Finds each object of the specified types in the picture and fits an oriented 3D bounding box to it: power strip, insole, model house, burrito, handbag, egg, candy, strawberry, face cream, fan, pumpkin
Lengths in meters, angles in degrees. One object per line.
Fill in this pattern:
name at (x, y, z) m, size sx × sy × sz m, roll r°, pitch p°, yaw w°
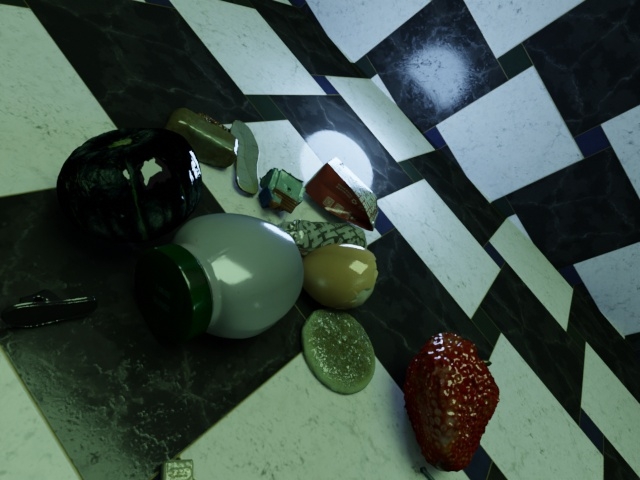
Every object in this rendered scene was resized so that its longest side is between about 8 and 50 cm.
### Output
power strip at (-0.256, 0.458, 0.758) m, size 0.056 × 0.032 × 0.123 m, roll 16°, pitch 46°, yaw -34°
insole at (-0.257, -0.292, 1.462) m, size 0.119 × 0.009 × 0.348 m, roll 20°, pitch 45°, yaw -35°
model house at (-0.138, -0.139, 1.402) m, size 0.148 × 0.119 × 0.149 m, roll 34°, pitch 49°, yaw -23°
burrito at (0.000, 0.000, 1.404) m, size 0.445 × 0.101 × 0.139 m, roll 3°, pitch 64°, yaw -46°
handbag at (0.096, -0.153, 1.594) m, size 0.298 × 0.151 × 0.171 m, roll 45°, pitch 23°, yaw -3°
egg at (0.054, 0.104, 1.270) m, size 0.244 × 0.201 × 0.201 m, roll 11°, pitch 43°, yaw -5°
candy at (-0.370, -0.316, 1.335) m, size 0.234 × 0.102 × 0.104 m, roll 27°, pitch 40°, yaw -28°
strawberry at (0.351, 0.451, 1.194) m, size 0.312 × 0.267 × 0.351 m, roll 57°, pitch 42°, yaw -39°
face cream at (-0.218, 0.080, 1.003) m, size 0.357 × 0.219 × 0.312 m, roll -18°, pitch 70°, yaw -51°
fan at (0.338, 0.686, 1.150) m, size 0.193 × 0.016 × 0.038 m, roll 47°, pitch 38°, yaw 0°
pumpkin at (-0.417, -0.115, 0.964) m, size 0.315 × 0.239 × 0.315 m, roll 1°, pitch 31°, yaw -1°

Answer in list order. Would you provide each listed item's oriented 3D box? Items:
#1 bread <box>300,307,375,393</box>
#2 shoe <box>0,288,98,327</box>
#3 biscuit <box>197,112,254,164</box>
bread at (0.058, 0.304, 1.218) m, size 0.267 × 0.040 × 0.267 m, roll 27°, pitch 40°, yaw -24°
shoe at (-0.511, 0.121, 0.809) m, size 0.159 × 0.062 × 0.053 m, roll -1°, pitch 44°, yaw -45°
biscuit at (-0.328, -0.347, 1.470) m, size 0.236 × 0.026 × 0.131 m, roll 29°, pitch 41°, yaw -21°
